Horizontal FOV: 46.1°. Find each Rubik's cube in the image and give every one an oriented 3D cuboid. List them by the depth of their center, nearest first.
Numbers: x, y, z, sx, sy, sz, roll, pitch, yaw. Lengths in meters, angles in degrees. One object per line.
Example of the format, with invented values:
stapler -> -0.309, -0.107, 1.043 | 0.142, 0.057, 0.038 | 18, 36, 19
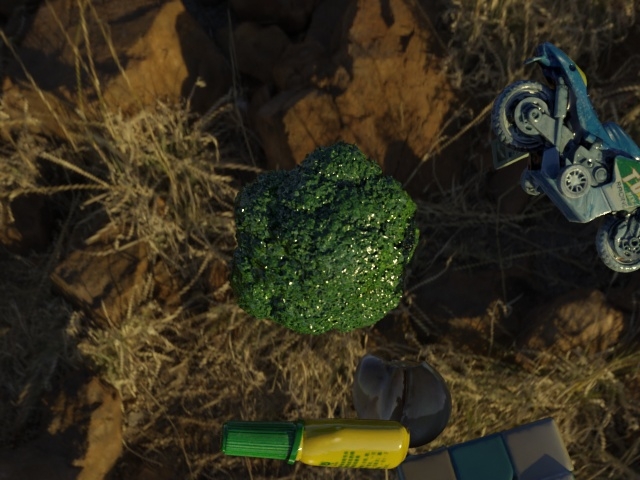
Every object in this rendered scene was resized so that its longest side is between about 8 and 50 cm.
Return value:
Rubik's cube -> 0.373, 0.602, 1.593 | 0.346, 0.346, 0.344 | -17, 67, 5

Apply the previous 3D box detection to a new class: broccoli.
broccoli -> 0.000, 0.000, 1.121 | 0.307, 0.308, 0.275 | -21, 32, -11

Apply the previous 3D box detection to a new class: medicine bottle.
medicine bottle -> -0.010, 0.330, 1.231 | 0.308, 0.111, 0.076 | 5, 48, -12

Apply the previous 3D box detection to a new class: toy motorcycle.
toy motorcycle -> 0.291, -0.090, 0.800 | 0.135, 0.092, 0.254 | -44, 99, -4

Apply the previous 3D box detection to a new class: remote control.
remote control -> 0.384, -0.185, 1.438 | 0.029, 0.162, 0.061 | 0, 80, -22

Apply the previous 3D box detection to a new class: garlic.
garlic -> 0.177, 0.369, 1.646 | 0.217, 0.228, 0.110 | 4, 19, 7
